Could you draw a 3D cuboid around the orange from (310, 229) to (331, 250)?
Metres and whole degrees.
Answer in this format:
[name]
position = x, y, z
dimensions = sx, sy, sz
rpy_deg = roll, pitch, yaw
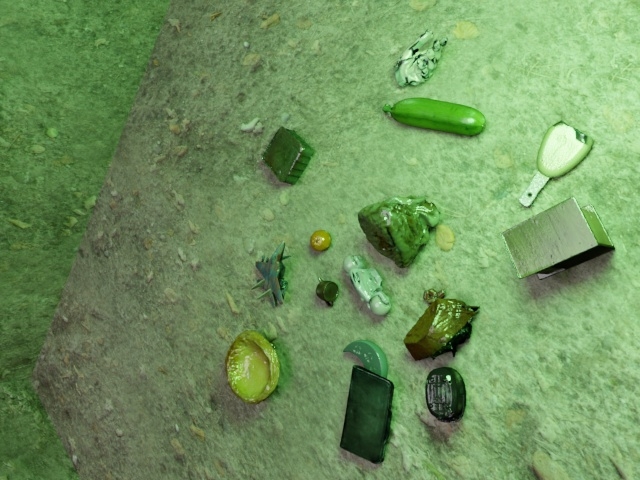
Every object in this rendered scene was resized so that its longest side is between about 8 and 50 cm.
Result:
[orange]
position = 0.000, 0.000, 2.084
dimensions = 0.083, 0.070, 0.083
rpy_deg = -2, 87, 35

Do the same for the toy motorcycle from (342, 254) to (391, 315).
[toy motorcycle]
position = 0.150, 0.151, 1.921
dimensions = 0.112, 0.112, 0.254
rpy_deg = -49, 57, 25

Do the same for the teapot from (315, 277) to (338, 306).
[teapot]
position = 0.020, 0.191, 2.053
dimensions = 0.068, 0.076, 0.121
rpy_deg = 6, 119, 50

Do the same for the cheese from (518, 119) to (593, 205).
[cheese]
position = 0.646, -0.208, 1.580
dimensions = 0.127, 0.054, 0.252
rpy_deg = 44, 114, 33

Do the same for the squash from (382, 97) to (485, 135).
[squash]
position = 0.362, -0.406, 1.806
dimensions = 0.378, 0.101, 0.102
rpy_deg = 19, 98, 40

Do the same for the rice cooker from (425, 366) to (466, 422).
[rice cooker]
position = 0.381, 0.469, 1.706
dimensions = 0.112, 0.106, 0.166
rpy_deg = -12, 68, 34

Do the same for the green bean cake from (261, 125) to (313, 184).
[green bean cake]
position = -0.125, -0.332, 2.202
dimensions = 0.181, 0.094, 0.173
rpy_deg = 47, 114, 33

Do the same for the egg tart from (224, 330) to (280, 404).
[egg tart]
position = -0.253, 0.500, 2.217
dimensions = 0.293, 0.123, 0.294
rpy_deg = -7, 79, 36

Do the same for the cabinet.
[cabinet]
position = 0.629, -0.002, 1.497
dimensions = 0.215, 0.174, 0.148
rpy_deg = -32, 67, 34

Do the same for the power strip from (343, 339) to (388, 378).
[power strip]
position = 0.169, 0.434, 1.921
dimensions = 0.137, 0.044, 0.216
rpy_deg = -45, 60, 27

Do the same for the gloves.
[gloves]
position = 0.339, -0.595, 1.838
dimensions = 0.212, 0.111, 0.128
rpy_deg = -21, 49, 40

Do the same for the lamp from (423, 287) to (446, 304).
[lamp]
position = 0.365, 0.184, 1.793
dimensions = 0.083, 0.031, 0.063
rpy_deg = 5, 88, 43

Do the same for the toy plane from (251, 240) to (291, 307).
[toy plane]
position = -0.175, 0.114, 2.180
dimensions = 0.223, 0.104, 0.326
rpy_deg = 54, 134, 29

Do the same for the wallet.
[wallet]
position = 0.159, 0.587, 1.880
dimensions = 0.172, 0.045, 0.318
rpy_deg = 15, 107, 33

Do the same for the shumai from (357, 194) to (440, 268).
[shumai]
position = 0.261, -0.060, 1.807
dimensions = 0.218, 0.256, 0.189
rpy_deg = -38, 42, -8

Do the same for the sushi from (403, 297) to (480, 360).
[sushi]
position = 0.365, 0.293, 1.719
dimensions = 0.287, 0.140, 0.149
rpy_deg = -58, 20, 21
